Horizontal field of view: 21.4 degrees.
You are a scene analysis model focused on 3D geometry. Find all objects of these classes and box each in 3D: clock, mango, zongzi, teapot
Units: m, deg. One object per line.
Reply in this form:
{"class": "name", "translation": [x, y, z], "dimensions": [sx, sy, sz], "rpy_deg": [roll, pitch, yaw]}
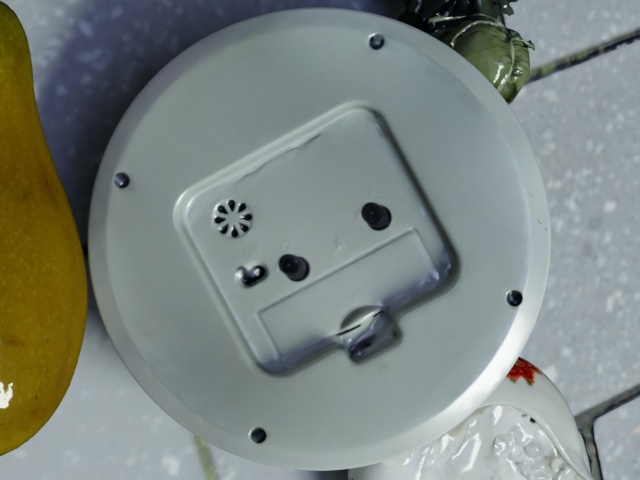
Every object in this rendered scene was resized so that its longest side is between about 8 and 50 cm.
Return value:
{"class": "clock", "translation": [0.000, 0.000, 0.853], "dimensions": [0.230, 0.083, 0.230], "rpy_deg": [0, 93, 3]}
{"class": "mango", "translation": [-0.179, -0.005, 0.804], "dimensions": [0.136, 0.099, 0.227], "rpy_deg": [-3, 91, -25]}
{"class": "zongzi", "translation": [0.044, -0.087, 0.911], "dimensions": [0.119, 0.109, 0.055], "rpy_deg": [8, 63, -27]}
{"class": "teapot", "translation": [0.074, 0.129, 0.969], "dimensions": [0.226, 0.092, 0.145], "rpy_deg": [20, 85, -29]}

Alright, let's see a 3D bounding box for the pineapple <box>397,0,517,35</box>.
{"class": "pineapple", "translation": [0.087, -0.232, 0.922], "dimensions": [0.125, 0.125, 0.251], "rpy_deg": [4, 106, -30]}
